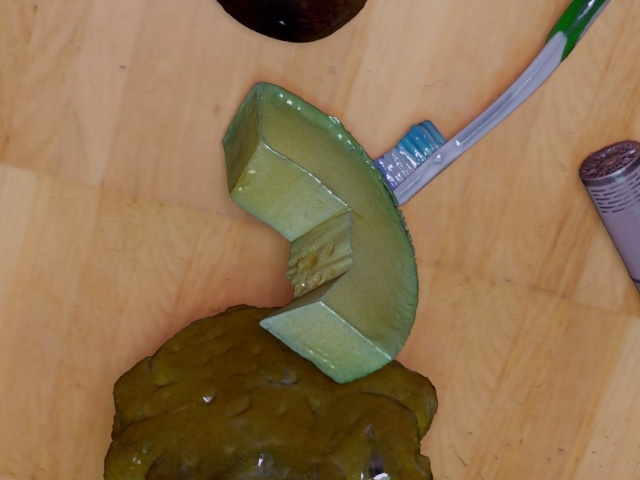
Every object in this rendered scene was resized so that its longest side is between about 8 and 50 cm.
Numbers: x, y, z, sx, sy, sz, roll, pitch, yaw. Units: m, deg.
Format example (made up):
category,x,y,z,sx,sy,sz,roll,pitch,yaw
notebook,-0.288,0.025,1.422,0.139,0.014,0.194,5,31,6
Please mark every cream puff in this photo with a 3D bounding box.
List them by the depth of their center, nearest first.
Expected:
category,x,y,z,sx,sy,sz,roll,pitch,yaw
cream puff,-0.030,0.154,1.259,0.244,0.196,0.244,1,72,-2

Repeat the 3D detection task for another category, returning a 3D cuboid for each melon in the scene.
category,x,y,z,sx,sy,sz,roll,pitch,yaw
melon,0.000,0.000,1.236,0.118,0.209,0.064,17,137,-34

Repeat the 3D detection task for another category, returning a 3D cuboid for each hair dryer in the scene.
category,x,y,z,sx,sy,sz,roll,pitch,yaw
hair dryer,0.323,-0.020,1.300,0.220,0.053,0.195,-29,111,3

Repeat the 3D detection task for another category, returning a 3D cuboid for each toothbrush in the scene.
category,x,y,z,sx,sy,sz,roll,pitch,yaw
toothbrush,0.192,-0.167,1.232,0.418,0.042,0.040,-41,84,16

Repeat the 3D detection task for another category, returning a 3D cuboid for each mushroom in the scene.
category,x,y,z,sx,sy,sz,roll,pitch,yaw
mushroom,-0.021,-0.190,1.215,0.123,0.052,0.123,-1,109,-2
